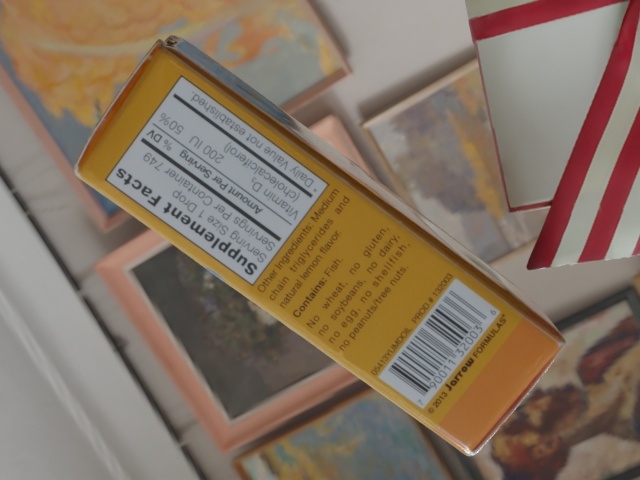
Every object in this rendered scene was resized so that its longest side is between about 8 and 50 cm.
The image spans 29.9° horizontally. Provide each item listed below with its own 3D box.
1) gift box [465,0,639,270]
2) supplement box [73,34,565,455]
[{"bbox_3d":[0.195,-0.134,0.629,0.258,0.276,0.255,-9,-97,-61],"label":"gift box"},{"bbox_3d":[0.000,0.000,0.573,0.233,0.080,0.078,38,-172,-8],"label":"supplement box"}]
